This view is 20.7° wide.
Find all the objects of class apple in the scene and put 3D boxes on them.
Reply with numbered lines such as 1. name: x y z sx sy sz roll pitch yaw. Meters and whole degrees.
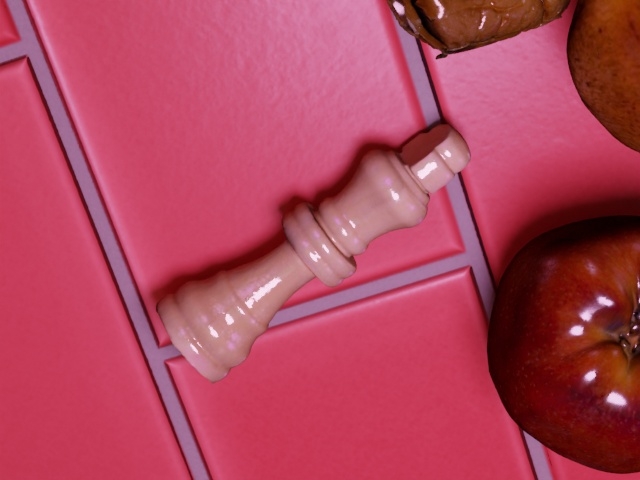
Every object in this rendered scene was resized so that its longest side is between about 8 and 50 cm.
1. apple: 0.323 0.114 1.930 0.288 0.317 0.288 0 82 -2

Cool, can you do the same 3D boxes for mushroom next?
1. mushroom: 0.431 -0.242 1.848 0.345 0.260 0.345 -5 136 -5

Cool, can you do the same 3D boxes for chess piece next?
1. chess piece: 0.000 0.000 1.989 0.397 0.117 0.117 -37 108 9

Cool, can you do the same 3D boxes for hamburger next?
1. hamburger: 0.166 -0.291 1.875 0.206 0.130 0.183 -21 112 3
